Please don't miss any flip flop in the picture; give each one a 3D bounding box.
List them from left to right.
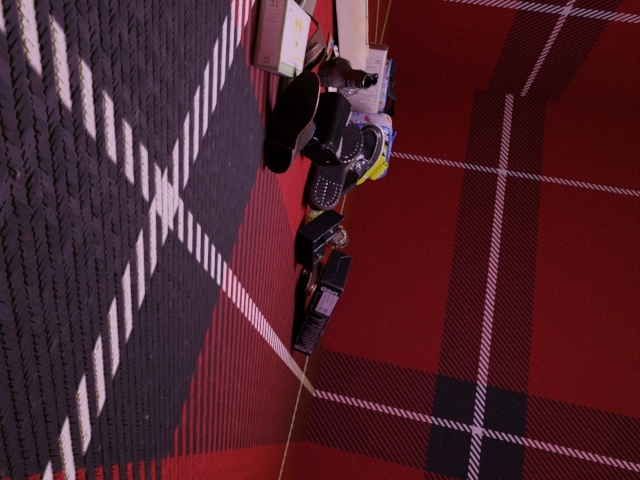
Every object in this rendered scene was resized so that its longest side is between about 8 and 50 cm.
[{"bbox_3d":[-0.031,-0.386,1.001,0.112,0.080,0.276,-50,151,-74],"label":"flip flop"}]

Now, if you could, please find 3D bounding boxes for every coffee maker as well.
[{"bbox_3d":[0.017,-0.319,1.313,0.171,0.120,0.178,72,29,-73],"label":"coffee maker"}]

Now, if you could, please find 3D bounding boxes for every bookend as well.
[{"bbox_3d":[0.000,0.000,1.575,0.156,0.072,0.157,-38,149,-32],"label":"bookend"}]

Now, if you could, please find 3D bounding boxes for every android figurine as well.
[{"bbox_3d":[0.139,-0.306,1.865,0.273,0.248,0.056,-46,-138,36],"label":"android figurine"}]

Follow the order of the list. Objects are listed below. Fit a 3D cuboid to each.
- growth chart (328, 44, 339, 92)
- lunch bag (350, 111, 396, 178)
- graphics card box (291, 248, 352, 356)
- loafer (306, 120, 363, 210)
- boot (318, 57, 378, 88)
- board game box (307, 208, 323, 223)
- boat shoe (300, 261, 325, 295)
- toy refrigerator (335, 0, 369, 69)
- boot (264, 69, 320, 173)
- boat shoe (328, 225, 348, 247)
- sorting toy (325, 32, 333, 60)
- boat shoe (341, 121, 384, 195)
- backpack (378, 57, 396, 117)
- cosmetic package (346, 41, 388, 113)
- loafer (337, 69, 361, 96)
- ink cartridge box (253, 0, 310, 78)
[{"bbox_3d":[0.041,-0.526,1.572,0.172,0.021,0.237,-52,152,-73],"label":"growth chart"},{"bbox_3d":[0.176,-0.383,1.923,0.303,0.244,0.114,90,8,-54],"label":"lunch bag"},{"bbox_3d":[0.005,0.240,1.829,0.232,0.094,0.370,-67,178,-58],"label":"graphics card box"},{"bbox_3d":[0.029,-0.252,1.587,0.130,0.134,0.365,-33,-150,63],"label":"loafer"},{"bbox_3d":[0.101,-0.494,1.436,0.246,0.161,0.083,-54,153,-57],"label":"boot"},{"bbox_3d":[-0.006,-0.108,1.732,0.181,0.043,0.092,-71,169,-48],"label":"board game box"},{"bbox_3d":[-0.039,0.130,1.738,0.073,0.073,0.207,-57,-174,24],"label":"boat shoe"},{"bbox_3d":[0.106,-0.673,1.476,0.269,0.094,0.102,80,16,-61],"label":"toy refrigerator"},{"bbox_3d":[-0.050,-0.251,0.981,0.219,0.082,0.106,-62,179,30],"label":"boot"},{"bbox_3d":[0.078,-0.023,2.279,0.324,0.097,0.116,57,45,-79],"label":"boat shoe"},{"bbox_3d":[0.027,-0.573,1.429,0.062,0.012,0.083,33,67,-82],"label":"sorting toy"},{"bbox_3d":[0.112,-0.277,1.729,0.340,0.127,0.113,-48,178,43],"label":"boat shoe"},{"bbox_3d":[0.248,-0.710,2.146,0.263,0.213,0.276,-117,-149,-87],"label":"backpack"},{"bbox_3d":[0.181,-0.651,1.955,0.129,0.153,0.296,-72,171,-54],"label":"cosmetic package"},{"bbox_3d":[0.108,-0.575,1.749,0.267,0.096,0.084,-76,-177,-50],"label":"loafer"},{"bbox_3d":[-0.060,-0.419,0.850,0.171,0.056,0.234,-52,154,-73],"label":"ink cartridge box"}]
